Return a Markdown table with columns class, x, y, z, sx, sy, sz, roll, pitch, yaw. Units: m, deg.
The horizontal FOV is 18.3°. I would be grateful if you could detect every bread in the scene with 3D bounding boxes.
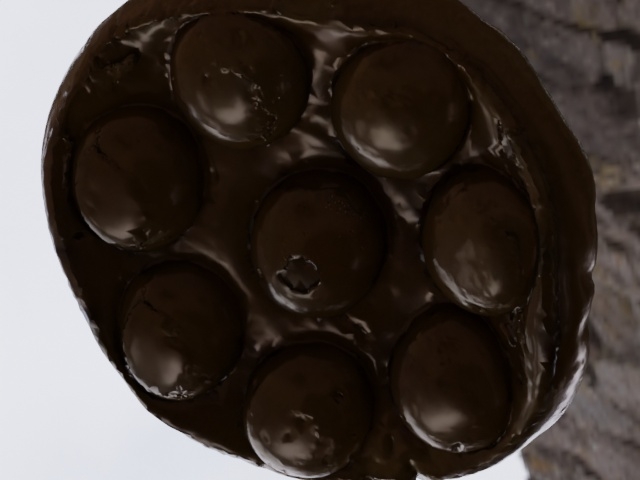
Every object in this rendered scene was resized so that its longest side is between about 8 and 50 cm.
| class | x | y | z | sx | sy | sz | roll | pitch | yaw |
| --- | --- | --- | --- | --- | --- | --- | --- | --- | --- |
| bread | 0.000 | 0.000 | 0.356 | 0.110 | 0.110 | 0.024 | 6 | -149 | 17 |
